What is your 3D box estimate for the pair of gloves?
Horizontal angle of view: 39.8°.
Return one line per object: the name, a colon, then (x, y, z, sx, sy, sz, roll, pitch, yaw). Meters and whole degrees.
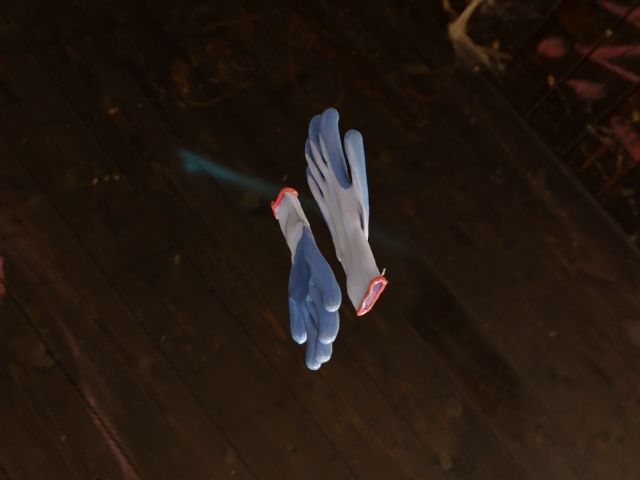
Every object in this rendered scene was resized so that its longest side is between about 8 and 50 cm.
pair of gloves: (0.000, 0.000, 0.676, 0.023, 0.198, 0.159, -5, -119, -21)
